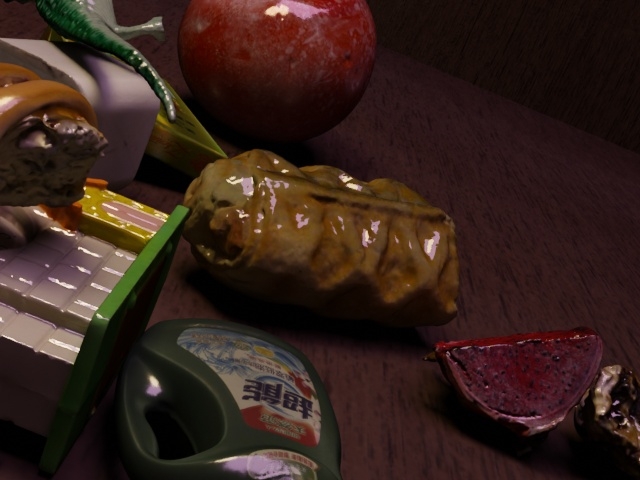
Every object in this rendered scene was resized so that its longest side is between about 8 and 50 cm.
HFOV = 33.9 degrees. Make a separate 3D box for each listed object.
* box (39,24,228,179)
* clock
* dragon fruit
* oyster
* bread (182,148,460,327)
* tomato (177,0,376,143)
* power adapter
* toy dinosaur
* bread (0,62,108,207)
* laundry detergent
[{"bbox_3d":[-0.223,-0.166,1.210,0.173,0.043,0.311,28,11,-30],"label":"box"},{"bbox_3d":[-0.237,0.009,0.672,0.255,0.106,0.220,22,18,-3],"label":"clock"},{"bbox_3d":[0.165,0.126,0.889,0.147,0.096,0.102,-5,4,10],"label":"dragon fruit"},{"bbox_3d":[0.327,0.183,0.922,0.214,0.083,0.223,35,13,14],"label":"oyster"},{"bbox_3d":[0.000,0.000,0.958,0.267,0.130,0.152,11,31,-35],"label":"bread"},{"bbox_3d":[-0.058,-0.245,1.415,0.270,0.227,0.270,-1,23,0],"label":"tomato"},{"bbox_3d":[-0.257,-0.107,0.937,0.130,0.125,0.205,29,18,16],"label":"power adapter"},{"bbox_3d":[-0.180,-0.210,0.972,0.129,0.076,0.383,-28,34,-25],"label":"toy dinosaur"},{"bbox_3d":[-0.220,-0.073,0.650,0.177,0.084,0.119,21,19,20],"label":"bread"},{"bbox_3d":[-0.052,0.130,0.616,0.144,0.078,0.222,16,22,-16],"label":"laundry detergent"}]
